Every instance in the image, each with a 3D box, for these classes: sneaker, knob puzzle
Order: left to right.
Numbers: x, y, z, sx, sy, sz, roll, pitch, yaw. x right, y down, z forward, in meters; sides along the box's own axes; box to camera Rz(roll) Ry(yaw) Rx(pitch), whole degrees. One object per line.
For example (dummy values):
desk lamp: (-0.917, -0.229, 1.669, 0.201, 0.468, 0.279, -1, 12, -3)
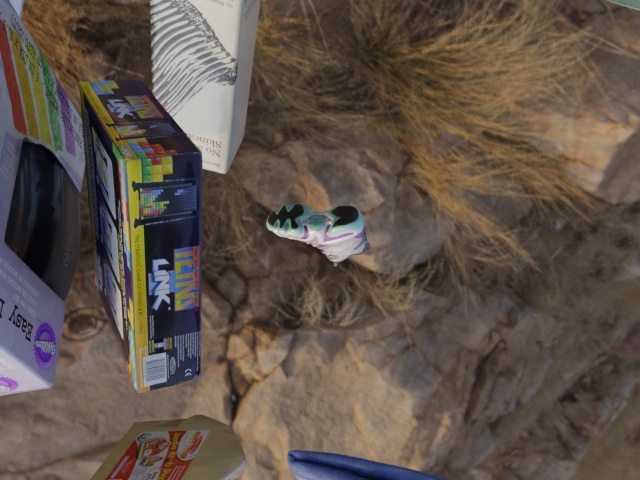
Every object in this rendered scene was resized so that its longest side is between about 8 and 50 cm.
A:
knob puzzle: (-0.182, 0.285, 0.846, 0.213, 0.213, 0.030, -19, 110, -20)
sneaker: (0.000, 0.000, 0.648, 0.038, 0.098, 0.069, -66, 148, -34)

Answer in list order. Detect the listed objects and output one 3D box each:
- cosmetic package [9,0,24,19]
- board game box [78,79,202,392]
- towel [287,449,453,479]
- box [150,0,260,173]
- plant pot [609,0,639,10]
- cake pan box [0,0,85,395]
cosmetic package: (-0.452, -0.228, 0.728, 0.161, 0.230, 0.454, -1, 112, -49)
board game box: (-0.124, -0.007, 0.467, 0.048, 0.141, 0.171, -9, 124, -25)
towel: (0.120, 0.235, 0.426, 0.285, 0.209, 0.034, 52, 57, -19)
box: (-0.147, -0.221, 0.853, 0.113, 0.094, 0.275, 14, 138, 1)
plant pot: (0.277, -0.368, 0.377, 0.341, 0.341, 0.334, -37, 131, -1)
cake pan box: (-0.241, -0.052, 0.449, 0.070, 0.246, 0.267, -4, 148, 4)
